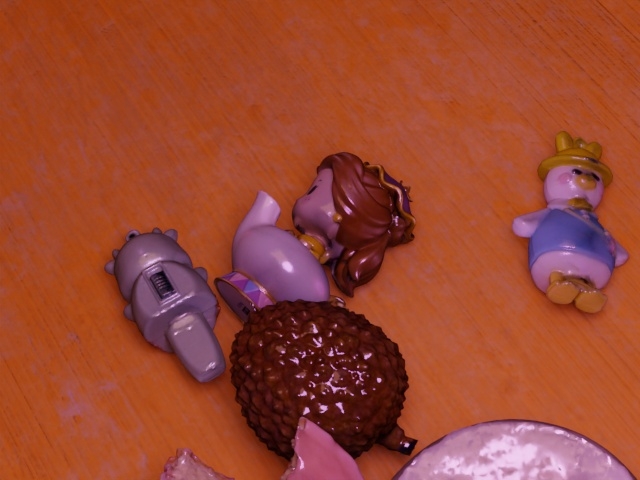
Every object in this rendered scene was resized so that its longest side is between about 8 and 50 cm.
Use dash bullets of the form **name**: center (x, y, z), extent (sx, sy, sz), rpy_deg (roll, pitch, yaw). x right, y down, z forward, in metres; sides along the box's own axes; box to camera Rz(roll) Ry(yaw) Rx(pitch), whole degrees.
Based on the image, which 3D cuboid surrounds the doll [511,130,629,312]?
- **doll**: center (0.304, -0.023, 1.604), extent (0.135, 0.098, 0.241), rpy_deg (1, 61, 15)

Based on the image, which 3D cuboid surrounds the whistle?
- **whistle**: center (-0.181, 0.073, 1.616), extent (0.101, 0.106, 0.253), rpy_deg (-48, 51, 15)

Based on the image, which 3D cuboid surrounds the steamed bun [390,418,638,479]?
- **steamed bun**: center (0.193, 0.343, 1.329), extent (0.324, 0.206, 0.324), rpy_deg (-5, 54, 7)

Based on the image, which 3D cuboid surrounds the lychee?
- **lychee**: center (0.005, 0.167, 1.476), extent (0.238, 0.200, 0.200), rpy_deg (38, 70, 3)

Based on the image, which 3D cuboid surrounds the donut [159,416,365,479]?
- **donut**: center (-0.057, 0.299, 1.403), extent (0.233, 0.199, 0.085), rpy_deg (-19, 18, 23)

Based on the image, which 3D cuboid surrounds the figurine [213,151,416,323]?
- **figurine**: center (0.000, 0.000, 1.614), extent (0.263, 0.142, 0.189), rpy_deg (-42, 94, -18)
